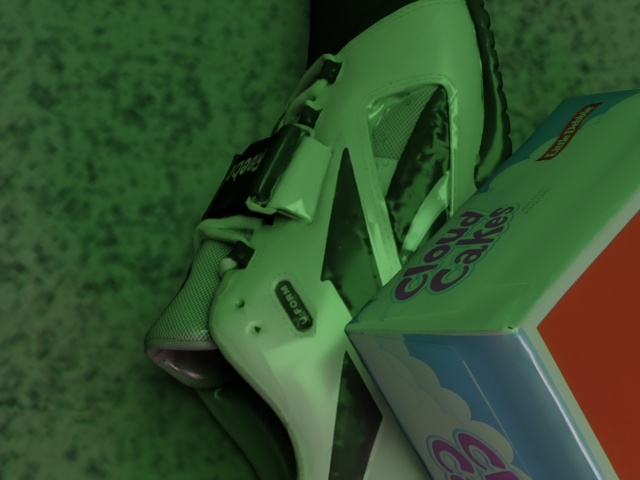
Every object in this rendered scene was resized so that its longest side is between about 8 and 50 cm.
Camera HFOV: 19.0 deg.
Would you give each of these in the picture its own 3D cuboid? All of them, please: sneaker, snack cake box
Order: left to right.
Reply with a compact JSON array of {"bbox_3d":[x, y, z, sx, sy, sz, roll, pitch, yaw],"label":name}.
[{"bbox_3d":[0.000,0.000,0.784,0.146,0.122,0.331,-1,68,-12],"label":"sneaker"},{"bbox_3d":[0.138,0.091,0.711,0.152,0.089,0.264,-43,114,-32],"label":"snack cake box"}]
